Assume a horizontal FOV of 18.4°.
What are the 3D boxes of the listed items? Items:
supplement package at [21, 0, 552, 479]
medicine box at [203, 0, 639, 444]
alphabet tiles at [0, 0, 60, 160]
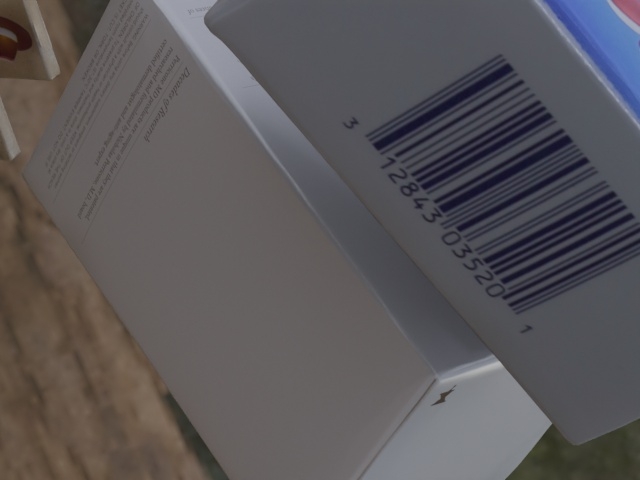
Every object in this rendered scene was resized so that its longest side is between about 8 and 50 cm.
[{"bbox_3d":[0.000,0.000,1.105,0.178,0.175,0.293,-13,57,-43],"label":"supplement package"},{"bbox_3d":[0.129,-0.105,0.930,0.263,0.149,0.289,48,41,-14],"label":"medicine box"},{"bbox_3d":[-0.213,-0.126,0.827,0.009,0.237,0.198,-44,129,-42],"label":"alphabet tiles"}]
